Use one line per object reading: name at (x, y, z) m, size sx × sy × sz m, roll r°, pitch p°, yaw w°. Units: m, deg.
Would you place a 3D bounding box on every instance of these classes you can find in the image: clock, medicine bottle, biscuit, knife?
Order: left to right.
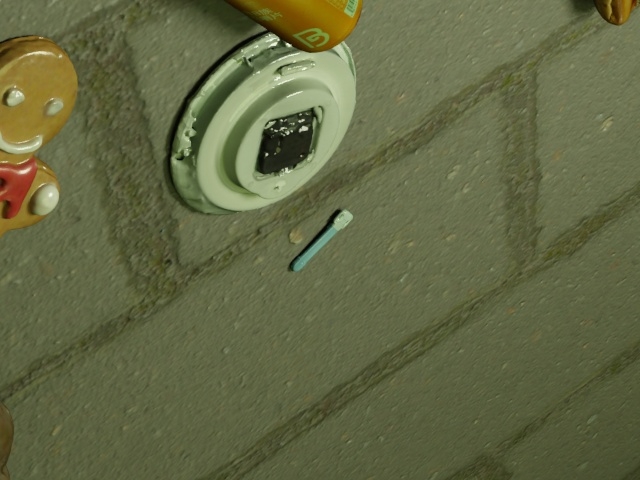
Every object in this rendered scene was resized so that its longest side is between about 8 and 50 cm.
biscuit at (-0.329, -0.036, 1.581) m, size 0.340 × 0.047 × 0.216 m, roll -53°, pitch 147°, yaw 11°
medicine bottle at (-0.044, -0.250, 1.618) m, size 0.096 × 0.096 × 0.192 m, roll -51°, pitch 147°, yaw 8°
clock at (-0.047, -0.113, 1.801) m, size 0.236 × 0.053 × 0.236 m, roll -29°, pitch 143°, yaw -25°
knife at (0.000, 0.000, 2.010) m, size 0.096 × 0.010 × 0.027 m, roll -46°, pitch 148°, yaw 4°

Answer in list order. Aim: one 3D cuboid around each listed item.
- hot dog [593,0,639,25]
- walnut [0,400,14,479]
hot dog at (0.337, -0.344, 1.960) m, size 0.100 × 0.068 × 0.249 m, roll -49°, pitch 151°, yaw -20°
walnut at (-0.397, 0.215, 1.642) m, size 0.224 × 0.224 × 0.224 m, roll -29°, pitch 143°, yaw -24°
